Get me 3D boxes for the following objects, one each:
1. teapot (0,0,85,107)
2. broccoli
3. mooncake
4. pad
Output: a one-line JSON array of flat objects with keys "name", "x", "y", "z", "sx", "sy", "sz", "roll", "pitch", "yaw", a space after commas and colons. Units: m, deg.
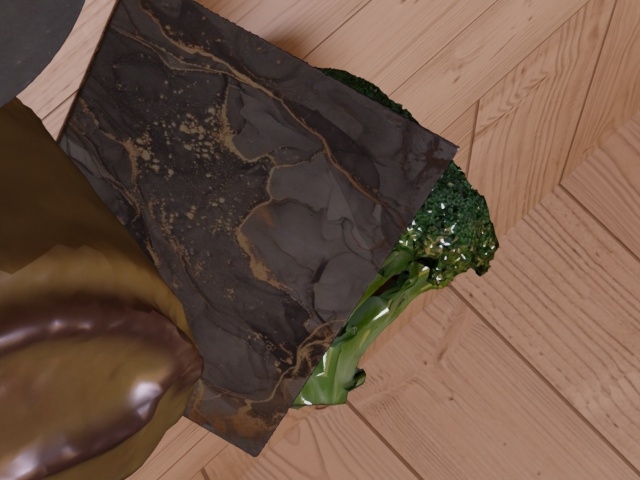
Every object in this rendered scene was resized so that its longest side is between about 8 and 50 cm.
[{"name": "teapot", "x": -0.190, "y": -0.130, "z": 0.634, "sx": 0.171, "sy": 0.203, "sz": 0.225, "roll": -20, "pitch": 162, "yaw": 6}, {"name": "broccoli", "x": 0.000, "y": 0.000, "z": 1.339, "sx": 0.307, "sy": 0.275, "sz": 0.308, "roll": 0, "pitch": 176, "yaw": 0}, {"name": "mooncake", "x": -0.275, "y": 0.112, "z": 0.993, "sx": 0.394, "sy": 0.246, "sz": 0.393, "roll": -54, "pitch": 157, "yaw": 21}, {"name": "pad", "x": -0.085, "y": -0.002, "z": 1.197, "sx": 0.367, "sy": 0.247, "sz": 0.007, "roll": -58, "pitch": -176, "yaw": 42}]
